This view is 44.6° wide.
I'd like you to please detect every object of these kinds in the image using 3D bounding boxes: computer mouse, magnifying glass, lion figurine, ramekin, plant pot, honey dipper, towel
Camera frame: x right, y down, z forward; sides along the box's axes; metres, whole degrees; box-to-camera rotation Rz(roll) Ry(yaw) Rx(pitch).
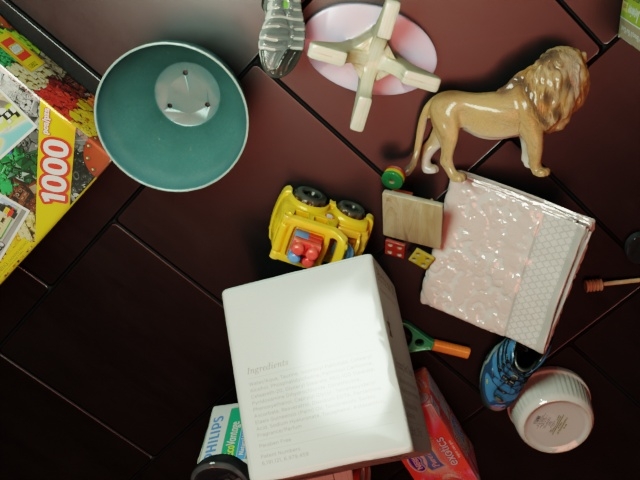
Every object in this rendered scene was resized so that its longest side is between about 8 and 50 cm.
[{"bbox_3d":[-0.201,0.570,1.795,0.189,0.072,0.272,-24,124,12],"label":"computer mouse"},{"bbox_3d":[0.248,0.246,1.883,0.231,0.026,0.092,13,116,-5],"label":"magnifying glass"},{"bbox_3d":[0.341,-0.250,1.571,0.392,0.142,0.240,-6,109,10],"label":"lion figurine"},{"bbox_3d":[0.568,0.423,1.912,0.207,0.109,0.207,1,117,2],"label":"ramekin"},{"bbox_3d":[-0.279,-0.266,1.550,0.290,0.195,0.290,0,115,1],"label":"plant pot"},{"bbox_3d":[0.689,0.096,1.790,0.161,0.030,0.030,-6,116,1],"label":"honey dipper"},{"bbox_3d":[0.389,0.049,1.689,0.317,0.053,0.331,24,118,25],"label":"towel"}]

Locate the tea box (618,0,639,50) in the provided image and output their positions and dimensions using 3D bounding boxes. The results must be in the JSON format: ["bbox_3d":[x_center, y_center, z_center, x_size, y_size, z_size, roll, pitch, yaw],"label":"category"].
[{"bbox_3d":[0.744,-0.497,1.383,0.329,0.220,0.323,1,116,2],"label":"tea box"}]

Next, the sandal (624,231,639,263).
[{"bbox_3d":[0.811,0.034,1.737,0.255,0.054,0.097,1,116,2],"label":"sandal"}]

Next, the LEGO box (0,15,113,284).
[{"bbox_3d":[-0.699,-0.159,1.625,0.372,0.193,0.500,41,111,-17],"label":"LEGO box"}]

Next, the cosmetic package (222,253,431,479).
[{"bbox_3d":[0.020,0.283,1.647,0.328,0.329,0.393,-15,72,10],"label":"cosmetic package"}]

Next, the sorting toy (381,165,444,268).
[{"bbox_3d":[0.205,-0.050,1.691,0.132,0.046,0.274,15,140,19],"label":"sorting toy"}]

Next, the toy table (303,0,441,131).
[{"bbox_3d":[0.097,-0.354,1.515,0.274,0.161,0.252,4,117,-1],"label":"toy table"}]

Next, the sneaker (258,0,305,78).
[{"bbox_3d":[-0.077,-0.415,1.501,0.086,0.132,0.228,7,88,-12],"label":"sneaker"}]

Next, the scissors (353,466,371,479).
[{"bbox_3d":[0.110,0.487,1.893,0.021,0.297,0.109,-6,140,18],"label":"scissors"}]

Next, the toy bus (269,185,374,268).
[{"bbox_3d":[0.000,0.000,1.668,0.220,0.211,0.149,17,114,-8],"label":"toy bus"}]

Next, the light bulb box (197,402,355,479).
[{"bbox_3d":[-0.075,0.596,1.958,0.361,0.225,0.357,-9,116,8],"label":"light bulb box"}]

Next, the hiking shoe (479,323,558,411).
[{"bbox_3d":[0.450,0.286,1.824,0.113,0.132,0.304,25,113,10],"label":"hiking shoe"}]

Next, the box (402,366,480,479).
[{"bbox_3d":[0.268,0.485,1.932,0.142,0.154,0.300,-25,114,15],"label":"box"}]
